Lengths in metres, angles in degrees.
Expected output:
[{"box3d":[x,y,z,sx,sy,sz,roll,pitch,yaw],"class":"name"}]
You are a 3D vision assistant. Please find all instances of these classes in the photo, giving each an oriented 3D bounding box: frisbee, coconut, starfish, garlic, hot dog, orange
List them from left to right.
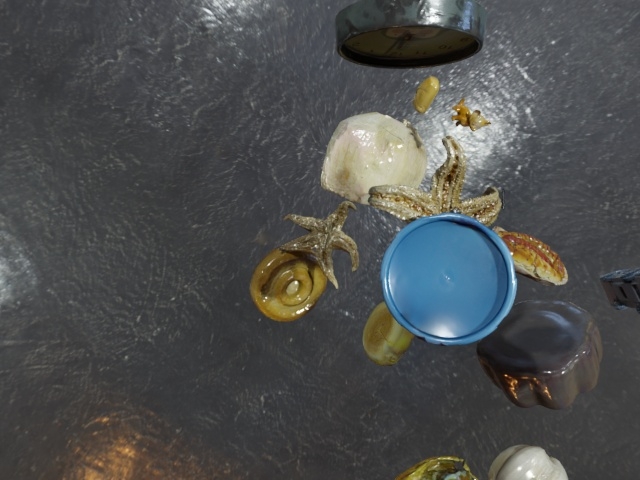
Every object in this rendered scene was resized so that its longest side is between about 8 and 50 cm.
[{"box3d":[0.001,0.001,1.691,0.303,0.060,0.299,10,81,19],"class":"starfish"},{"box3d":[0.159,-0.235,1.426,0.297,0.297,0.254,14,104,-1],"class":"coconut"},{"box3d":[0.142,0.354,0.616,0.170,0.160,0.112,19,145,-17],"class":"orange"},{"box3d":[0.229,0.070,0.906,0.242,0.045,0.242,0,90,21],"class":"frisbee"},{"box3d":[0.257,-0.052,0.999,0.303,0.113,0.311,-17,102,-15],"class":"starfish"},{"box3d":[0.404,0.032,0.962,0.192,0.099,0.053,25,138,-12],"class":"hot dog"},{"box3d":[0.568,0.659,1.314,0.203,0.185,0.281,-32,114,-22],"class":"garlic"}]

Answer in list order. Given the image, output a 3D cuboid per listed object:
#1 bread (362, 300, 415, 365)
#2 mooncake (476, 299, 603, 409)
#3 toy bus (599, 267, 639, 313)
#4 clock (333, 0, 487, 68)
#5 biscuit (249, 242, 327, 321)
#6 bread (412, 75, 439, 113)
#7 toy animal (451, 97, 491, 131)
[{"box3d":[0.217,0.283,1.533,0.105,0.213,0.213,21,100,-27],"class":"bread"},{"box3d":[0.567,0.290,1.274,0.306,0.306,0.154,-25,112,6],"class":"mooncake"},{"box3d":[0.853,0.119,1.304,0.136,0.330,0.109,-22,81,11],"class":"toy bus"},{"box3d":[0.187,-0.435,1.055,0.319,0.319,0.066,1,96,2],"class":"clock"},{"box3d":[-0.108,0.159,1.789,0.297,0.102,0.296,-11,114,-27],"class":"biscuit"},{"box3d":[0.326,-0.460,1.557,0.056,0.082,0.115,16,141,-9],"class":"bread"},{"box3d":[0.355,-0.293,1.162,0.083,0.060,0.081,12,75,40],"class":"toy animal"}]
